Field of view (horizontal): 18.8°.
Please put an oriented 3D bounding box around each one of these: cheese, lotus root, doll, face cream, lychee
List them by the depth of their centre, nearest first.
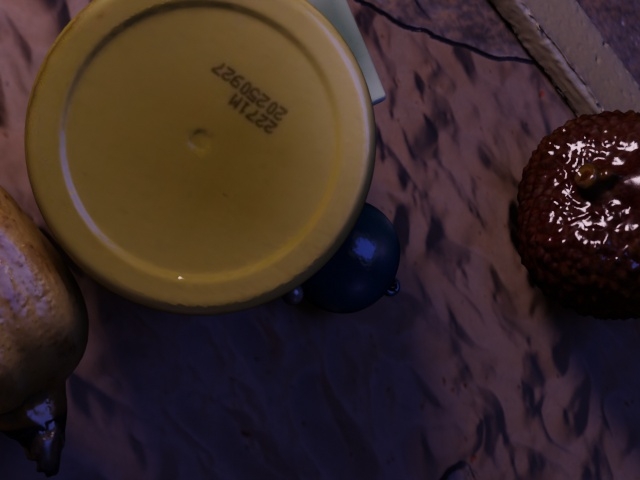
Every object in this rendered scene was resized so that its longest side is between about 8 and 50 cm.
[{"bbox_3d":[-0.213,0.045,1.206,0.125,0.118,0.221,-33,105,-12],"label":"lotus root"},{"bbox_3d":[-0.076,-0.066,1.258,0.218,0.179,0.218,0,94,-2],"label":"face cream"},{"bbox_3d":[0.000,0.000,1.454,0.152,0.085,0.114,31,71,-20],"label":"doll"},{"bbox_3d":[0.256,-0.019,1.640,0.194,0.194,0.194,16,66,-40],"label":"lychee"},{"bbox_3d":[0.234,-0.169,1.766,0.400,0.034,0.085,51,48,-20],"label":"cheese"}]

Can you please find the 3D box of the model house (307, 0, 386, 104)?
[{"bbox_3d":[-0.050,-0.113,1.408,0.149,0.127,0.100,-30,97,-49],"label":"model house"}]
